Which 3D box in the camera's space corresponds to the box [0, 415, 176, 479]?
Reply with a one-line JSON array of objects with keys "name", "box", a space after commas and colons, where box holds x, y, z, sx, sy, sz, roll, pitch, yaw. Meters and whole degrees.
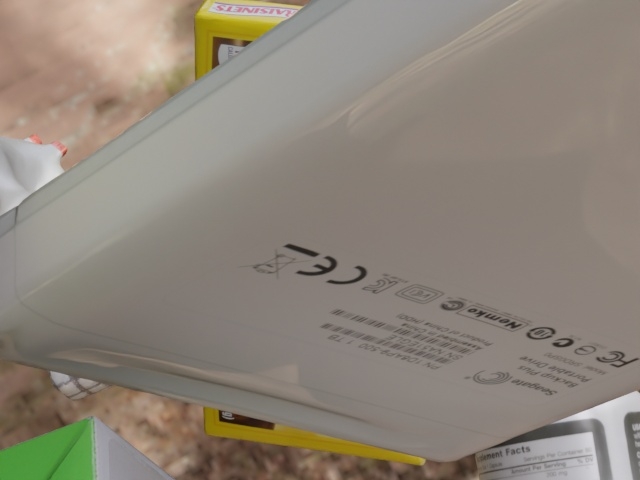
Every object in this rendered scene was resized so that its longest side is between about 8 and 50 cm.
[{"name": "box", "box": [-0.121, 0.199, 0.598, 0.262, 0.231, 0.127, -22, 52, 18]}]

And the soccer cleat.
[{"name": "soccer cleat", "box": [-0.228, -0.039, 1.101, 0.196, 0.068, 0.076, 14, 48, 47]}]

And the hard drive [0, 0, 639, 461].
[{"name": "hard drive", "box": [0.088, -0.022, 0.510, 0.353, 0.233, 0.047, -28, 56, 41]}]

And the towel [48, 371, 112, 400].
[{"name": "towel", "box": [-0.114, -0.001, 1.449, 0.235, 0.121, 0.284, -30, 11, 13]}]

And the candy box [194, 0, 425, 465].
[{"name": "candy box", "box": [0.000, 0.000, 0.749, 0.105, 0.206, 0.027, 6, 29, 10]}]

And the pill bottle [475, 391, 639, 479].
[{"name": "pill bottle", "box": [0.224, 0.220, 1.565, 0.161, 0.283, 0.161, -8, -11, -2]}]
